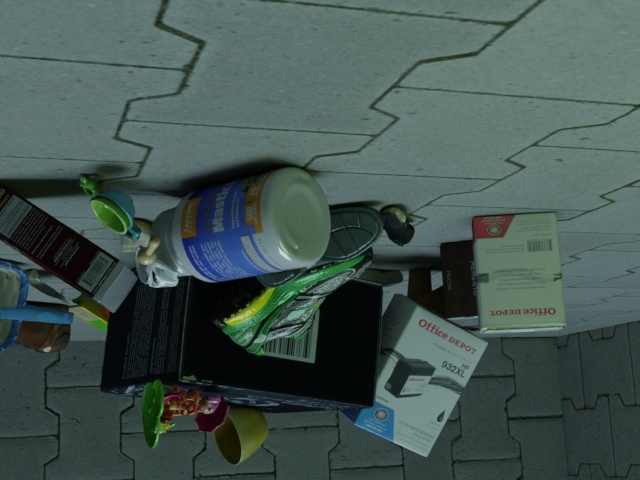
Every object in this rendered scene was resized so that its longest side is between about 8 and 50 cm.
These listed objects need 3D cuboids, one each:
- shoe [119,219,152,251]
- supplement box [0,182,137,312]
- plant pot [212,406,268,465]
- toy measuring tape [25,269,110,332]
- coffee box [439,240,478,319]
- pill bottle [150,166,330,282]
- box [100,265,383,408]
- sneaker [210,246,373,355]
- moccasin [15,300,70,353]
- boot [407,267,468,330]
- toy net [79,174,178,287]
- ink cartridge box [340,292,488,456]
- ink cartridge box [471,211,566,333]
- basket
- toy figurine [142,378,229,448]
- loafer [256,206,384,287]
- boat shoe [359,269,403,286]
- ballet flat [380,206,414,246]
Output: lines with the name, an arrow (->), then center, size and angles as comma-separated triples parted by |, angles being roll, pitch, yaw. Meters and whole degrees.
shoe -> -0.307, 0.007, 1.783 | 0.076, 0.058, 0.219 | -7, 168, 25
supplement box -> -0.405, 0.012, 1.454 | 0.239, 0.073, 0.130 | 33, 169, 5
plant pot -> -0.177, 0.437, 2.184 | 0.095, 0.134, 0.134 | -15, 178, -34
toy measuring tape -> -0.564, 0.121, 2.282 | 0.121, 0.121, 0.330 | -11, 143, 36
coffee box -> 0.361, 0.106, 2.136 | 0.118, 0.168, 0.297 | -7, 168, 18
pill bottle -> -0.132, -0.016, 1.465 | 0.272, 0.152, 0.152 | -11, 166, 36
box -> -0.187, 0.225, 2.174 | 0.479, 0.297, 0.471 | 13, 164, -29
sneaker -> -0.039, 0.100, 1.859 | 0.343, 0.134, 0.146 | -31, 117, 18
moccasin -> -0.758, 0.153, 2.225 | 0.380, 0.147, 0.139 | 13, -169, 24
boot -> 0.356, 0.172, 2.352 | 0.295, 0.211, 0.104 | -3, 169, 2
toy net -> -0.294, 0.002, 1.446 | 0.122, 0.045, 0.232 | 15, 144, 33
ink cartridge box -> 0.212, 0.311, 2.210 | 0.223, 0.307, 0.129 | 28, 180, -23
ink cartridge box -> 0.373, 0.065, 1.800 | 0.158, 0.218, 0.092 | -3, 169, 5
basket -> -0.699, 0.138, 1.991 | 0.289, 0.201, 0.254 | 2, 172, 31
toy figurine -> -0.258, 0.331, 1.885 | 0.159, 0.130, 0.173 | 0, 142, -23
loafer -> 0.000, 0.000, 1.714 | 0.267, 0.096, 0.084 | -25, -172, 25
boat shoe -> 0.145, 0.096, 2.359 | 0.125, 0.046, 0.038 | -5, 167, -31
ballet flat -> 0.142, -0.034, 1.744 | 0.057, 0.049, 0.173 | 29, 171, 15
